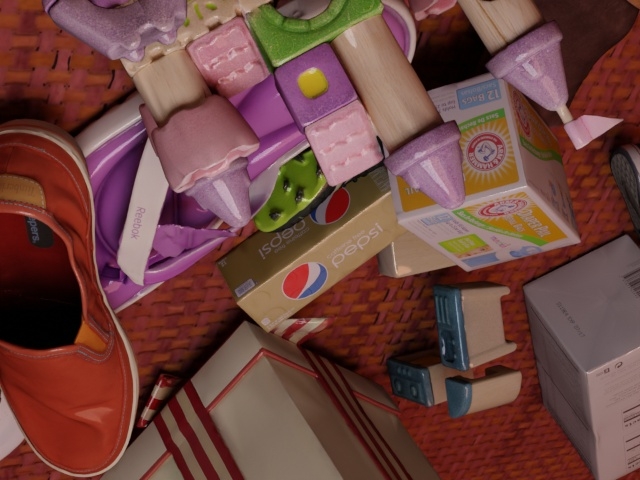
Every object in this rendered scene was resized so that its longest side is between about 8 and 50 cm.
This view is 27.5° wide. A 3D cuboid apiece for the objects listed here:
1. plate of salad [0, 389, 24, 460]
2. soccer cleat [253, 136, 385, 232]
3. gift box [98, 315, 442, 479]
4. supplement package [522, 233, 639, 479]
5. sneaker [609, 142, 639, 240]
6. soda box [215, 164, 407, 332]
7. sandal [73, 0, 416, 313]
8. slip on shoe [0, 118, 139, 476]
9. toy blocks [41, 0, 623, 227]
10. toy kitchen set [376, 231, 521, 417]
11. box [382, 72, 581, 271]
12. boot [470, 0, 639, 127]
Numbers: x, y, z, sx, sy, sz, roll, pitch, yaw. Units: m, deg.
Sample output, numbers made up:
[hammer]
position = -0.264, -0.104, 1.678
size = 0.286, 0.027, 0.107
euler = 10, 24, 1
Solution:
[plate of salad]
position = -0.338, 0.161, 1.141
size = 0.200, 0.048, 0.199
euler = -16, 136, -16
[soccer cleat]
position = 0.016, -0.067, 1.129
size = 0.179, 0.060, 0.072
euler = -45, 142, 11
[gift box]
position = -0.017, 0.234, 1.247
size = 0.276, 0.258, 0.255
euler = -45, 137, 8
[supplement package]
position = 0.325, 0.138, 1.449
size = 0.134, 0.139, 0.244
euler = -26, 139, -6
[sneaker]
position = 0.389, -0.062, 1.323
size = 0.163, 0.086, 0.226
euler = -27, 149, 10
[soda box]
position = 0.000, 0.000, 1.182
size = 0.181, 0.058, 0.061
euler = -36, 138, 5
[sandal]
position = -0.094, -0.053, 1.039
size = 0.416, 0.102, 0.169
euler = -41, 136, 13
[slip on shoe]
position = -0.215, 0.068, 1.017
size = 0.123, 0.101, 0.331
euler = 2, 127, 4
[toy blocks]
position = 0.010, -0.122, 0.829
size = 0.289, 0.260, 0.309
euler = -29, 177, -3
[toy kitchen set]
position = 0.098, 0.069, 1.307
size = 0.122, 0.166, 0.207
euler = -11, 98, -23
[box]
position = 0.139, -0.053, 1.111
size = 0.114, 0.103, 0.203
euler = -16, 162, 20
[boot]
position = 0.167, -0.188, 1.075
size = 0.248, 0.090, 0.206
euler = 4, 125, -38
